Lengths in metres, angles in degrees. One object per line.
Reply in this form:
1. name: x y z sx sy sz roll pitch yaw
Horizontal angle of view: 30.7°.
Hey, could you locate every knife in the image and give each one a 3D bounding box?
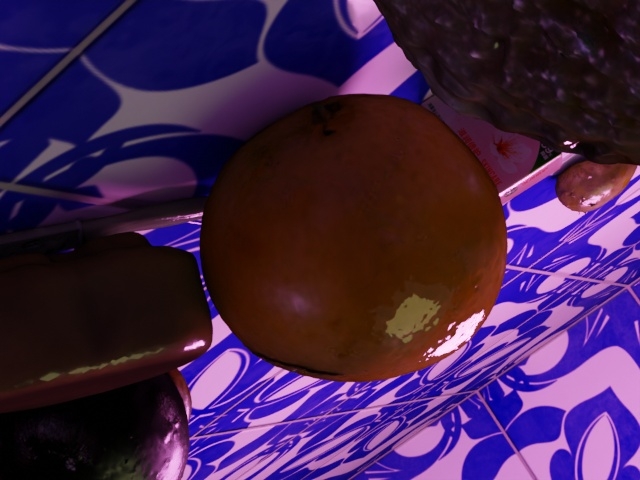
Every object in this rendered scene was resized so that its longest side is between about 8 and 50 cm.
1. knife: -0.190 -0.007 0.973 0.293 0.019 0.043 -13 159 -44

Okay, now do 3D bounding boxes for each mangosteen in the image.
1. mangosteen: -0.224 0.179 1.162 0.211 0.211 0.250 -38 -168 17

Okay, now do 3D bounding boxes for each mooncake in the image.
1. mooncake: -0.215 0.072 0.952 0.235 0.117 0.235 -16 174 -2

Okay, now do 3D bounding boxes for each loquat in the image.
1. loquat: 0.028 0.004 0.984 0.263 0.263 0.263 -29 162 -10

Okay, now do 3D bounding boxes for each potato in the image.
1. potato: 0.403 -0.090 1.679 0.138 0.070 0.091 -29 163 -11

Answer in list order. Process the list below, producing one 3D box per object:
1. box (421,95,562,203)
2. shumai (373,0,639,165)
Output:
1. box: 0.168 -0.103 1.151 0.089 0.125 0.043 -34 162 0
2. shumai: 0.217 -0.244 0.632 0.323 0.324 0.397 -39 174 -32
